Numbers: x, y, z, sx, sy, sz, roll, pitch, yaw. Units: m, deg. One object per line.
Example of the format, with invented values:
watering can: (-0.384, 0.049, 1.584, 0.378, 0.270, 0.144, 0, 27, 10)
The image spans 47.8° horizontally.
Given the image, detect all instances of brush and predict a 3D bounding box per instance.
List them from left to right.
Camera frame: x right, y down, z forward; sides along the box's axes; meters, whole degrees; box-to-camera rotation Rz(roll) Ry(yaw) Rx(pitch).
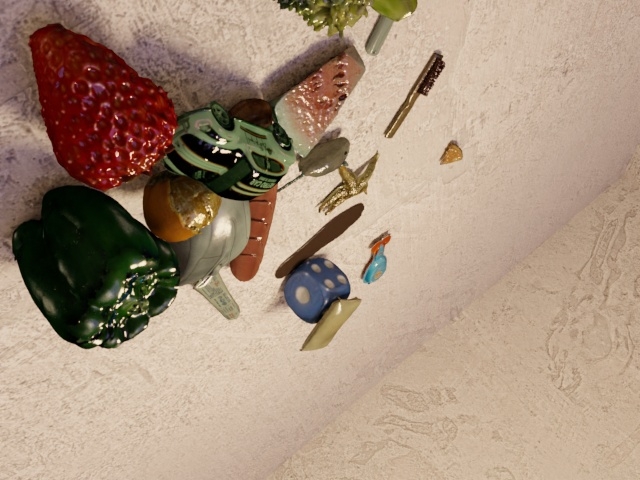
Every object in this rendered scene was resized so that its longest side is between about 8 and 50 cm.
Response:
brush: (0.237, -0.352, 1.804, 0.043, 0.036, 0.248, -3, 134, -48)

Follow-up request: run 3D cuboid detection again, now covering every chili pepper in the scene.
chili pepper: (-0.389, 0.042, 1.242, 0.233, 0.256, 0.248, -44, 157, -11)

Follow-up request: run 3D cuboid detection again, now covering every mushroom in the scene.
mushroom: (-0.138, -0.226, 1.393, 0.109, 0.085, 0.126, -3, 159, -11)

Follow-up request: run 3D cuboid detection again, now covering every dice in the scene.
dice: (-0.008, 0.145, 2.082, 0.146, 0.146, 0.143, -11, 145, -53)

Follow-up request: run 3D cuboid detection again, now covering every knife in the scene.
knife: (0.141, -0.458, 1.508, 0.044, 0.023, 0.162, -12, 141, -45)

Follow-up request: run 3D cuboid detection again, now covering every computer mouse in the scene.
computer mouse: (-0.237, -0.009, 1.552, 0.188, 0.122, 0.371, -25, 153, -33)

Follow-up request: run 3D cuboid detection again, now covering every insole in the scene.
insole: (0.000, 0.000, 2.038, 0.327, 0.007, 0.111, -39, 153, -9)

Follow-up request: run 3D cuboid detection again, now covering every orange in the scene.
orange: (-0.258, -0.071, 1.336, 0.156, 0.134, 0.156, -34, -160, 14)

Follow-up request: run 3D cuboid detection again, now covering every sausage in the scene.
sausage: (-0.150, -0.052, 1.649, 0.087, 0.088, 0.433, -26, 151, -33)

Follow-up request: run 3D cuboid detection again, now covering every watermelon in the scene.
watermelon: (-0.004, -0.309, 1.477, 0.241, 0.094, 0.154, -43, 145, -3)

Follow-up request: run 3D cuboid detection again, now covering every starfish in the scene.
starfish: (0.080, -0.146, 1.897, 0.223, 0.050, 0.217, -49, 147, 1)

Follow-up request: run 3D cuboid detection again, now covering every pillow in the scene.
pillow: (0.027, 0.239, 2.050, 0.119, 0.053, 0.208, -7, 138, -57)

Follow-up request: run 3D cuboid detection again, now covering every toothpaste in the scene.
toothpaste: (-0.256, 0.146, 1.842, 0.069, 0.047, 0.268, -22, 151, 0)

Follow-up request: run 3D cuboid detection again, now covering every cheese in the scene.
cheese: (0.187, 0.067, 2.388, 0.106, 0.037, 0.256, -32, 151, -25)

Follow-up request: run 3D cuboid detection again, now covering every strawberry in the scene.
strawberry: (-0.325, -0.204, 1.050, 0.205, 0.205, 0.244, -38, 131, -12)

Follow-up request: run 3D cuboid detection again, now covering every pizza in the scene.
pizza: (0.389, -0.261, 2.187, 0.078, 0.025, 0.083, -33, 139, 12)

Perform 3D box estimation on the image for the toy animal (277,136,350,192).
toy animal: (-0.031, -0.158, 1.678, 0.253, 0.070, 0.079, -36, 138, -8)

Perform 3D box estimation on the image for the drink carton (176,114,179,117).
drink carton: (-0.251, -0.182, 1.325, 0.071, 0.056, 0.165, -54, 154, 8)

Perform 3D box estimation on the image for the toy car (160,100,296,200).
toy car: (-0.155, -0.142, 1.275, 0.136, 0.125, 0.306, -31, 163, 24)

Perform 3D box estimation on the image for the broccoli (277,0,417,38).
broccoli: (0.065, -0.468, 1.219, 0.353, 0.275, 0.397, -15, 168, -16)
